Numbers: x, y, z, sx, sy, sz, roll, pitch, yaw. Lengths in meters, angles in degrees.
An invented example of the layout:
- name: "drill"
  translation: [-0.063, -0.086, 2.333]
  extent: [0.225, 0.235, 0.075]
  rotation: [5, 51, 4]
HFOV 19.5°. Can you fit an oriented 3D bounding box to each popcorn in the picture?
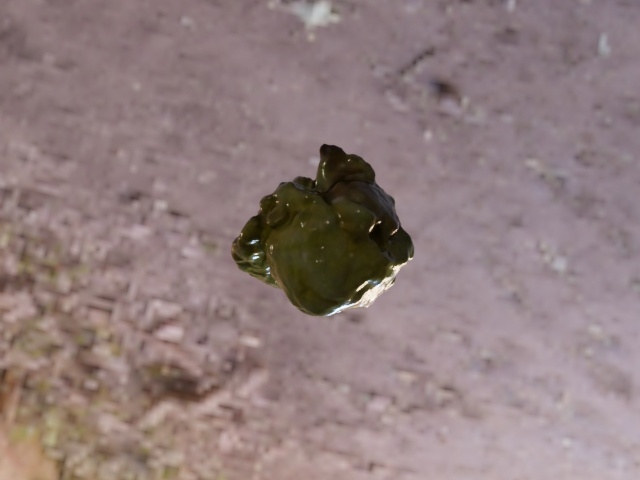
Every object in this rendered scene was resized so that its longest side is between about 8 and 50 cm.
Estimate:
- name: "popcorn"
  translation: [-0.002, 0.001, 0.759]
  extent: [0.083, 0.068, 0.059]
  rotation: [-19, 131, 42]
